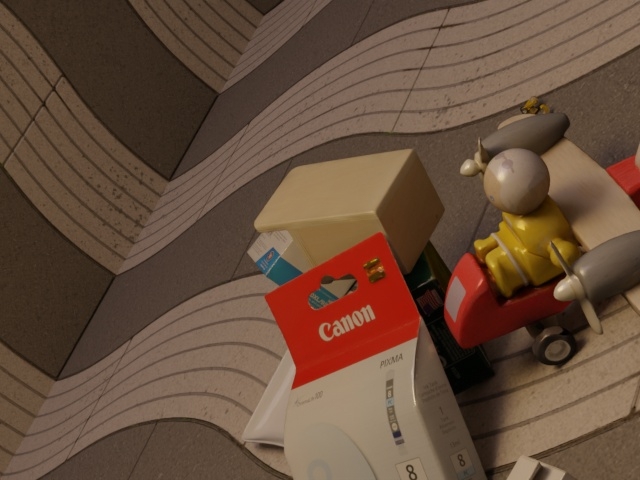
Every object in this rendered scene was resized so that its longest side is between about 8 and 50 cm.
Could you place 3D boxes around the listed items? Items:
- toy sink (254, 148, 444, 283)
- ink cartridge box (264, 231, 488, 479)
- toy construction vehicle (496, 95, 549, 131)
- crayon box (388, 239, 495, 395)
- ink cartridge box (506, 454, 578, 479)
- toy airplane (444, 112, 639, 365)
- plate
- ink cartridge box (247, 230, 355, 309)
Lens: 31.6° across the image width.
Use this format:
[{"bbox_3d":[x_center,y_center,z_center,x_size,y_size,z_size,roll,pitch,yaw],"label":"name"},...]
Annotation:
[{"bbox_3d":[0.045,-0.030,1.717,0.234,0.131,0.153,-6,36,37],"label":"toy sink"},{"bbox_3d":[0.044,0.220,1.636,0.091,0.385,0.308,-16,-9,-42],"label":"ink cartridge box"},{"bbox_3d":[0.368,-0.213,2.049,0.098,0.035,0.086,-47,11,10],"label":"toy construction vehicle"},{"bbox_3d":[0.164,0.075,1.780,0.081,0.202,0.318,-30,25,9],"label":"crayon box"},{"bbox_3d":[0.266,0.315,1.284,0.092,0.143,0.090,-57,21,-11],"label":"ink cartridge box"},{"bbox_3d":[0.337,-0.044,1.503,0.386,0.272,0.384,-9,52,50],"label":"toy airplane"},{"bbox_3d":[-0.014,0.264,2.084,0.278,0.045,0.277,-10,48,61],"label":"plate"},{"bbox_3d":[0.000,0.000,2.289,0.233,0.168,0.171,-52,22,3],"label":"ink cartridge box"}]
